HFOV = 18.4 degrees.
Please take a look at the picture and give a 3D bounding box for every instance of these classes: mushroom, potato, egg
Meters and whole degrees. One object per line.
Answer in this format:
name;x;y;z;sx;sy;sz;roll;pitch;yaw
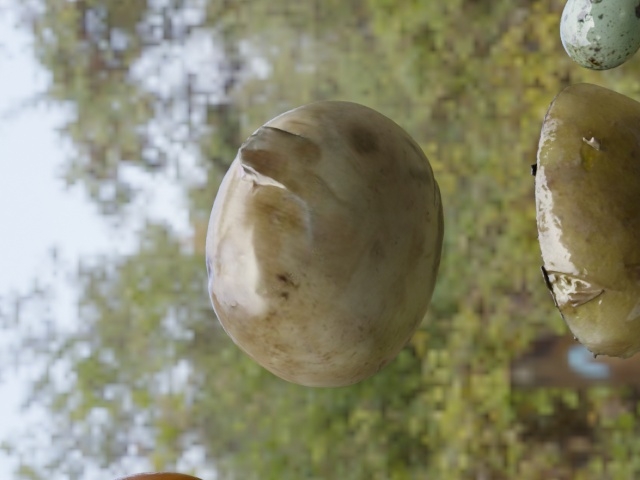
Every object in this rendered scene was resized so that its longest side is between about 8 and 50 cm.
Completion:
mushroom;0.000;0.000;1.649;0.184;0.255;0.255;15;110;47
potato;0.325;-0.031;2.053;0.239;0.116;0.299;16;-113;-41
egg;0.282;-0.220;1.937;0.085;0.085;0.110;-65;-1;-82

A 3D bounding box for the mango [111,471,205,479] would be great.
mango;-0.173;0.278;1.549;0.253;0.138;0.113;-49;31;14
